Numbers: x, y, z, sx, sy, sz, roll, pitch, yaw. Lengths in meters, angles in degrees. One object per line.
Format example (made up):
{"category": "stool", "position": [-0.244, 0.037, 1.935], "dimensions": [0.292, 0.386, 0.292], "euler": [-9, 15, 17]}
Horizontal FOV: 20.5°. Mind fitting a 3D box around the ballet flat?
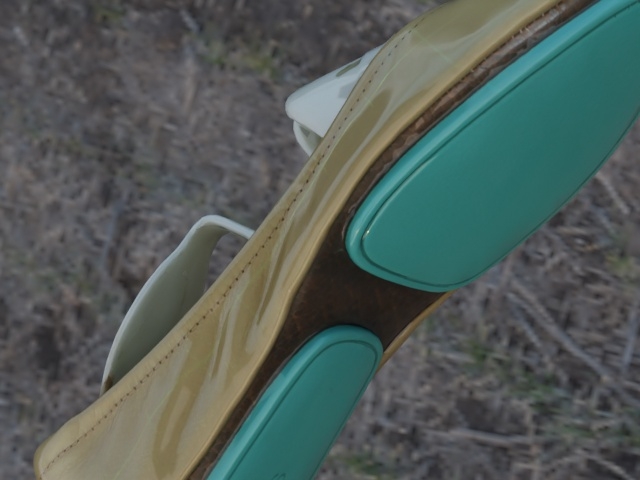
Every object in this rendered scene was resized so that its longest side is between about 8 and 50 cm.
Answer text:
{"category": "ballet flat", "position": [0.000, 0.000, 0.472], "dimensions": [0.232, 0.080, 0.073], "euler": [-51, 57, 8]}
